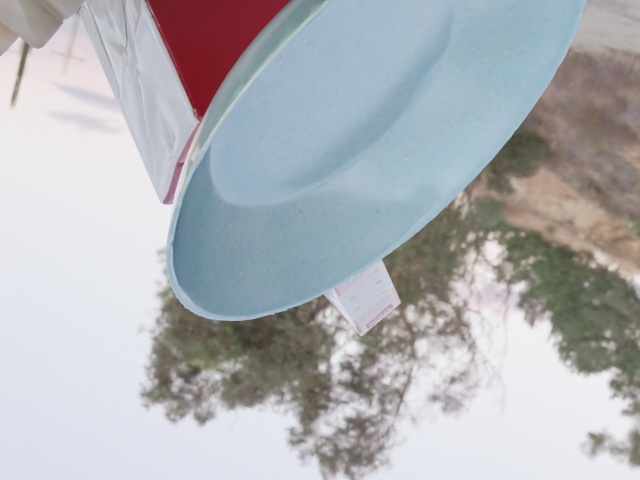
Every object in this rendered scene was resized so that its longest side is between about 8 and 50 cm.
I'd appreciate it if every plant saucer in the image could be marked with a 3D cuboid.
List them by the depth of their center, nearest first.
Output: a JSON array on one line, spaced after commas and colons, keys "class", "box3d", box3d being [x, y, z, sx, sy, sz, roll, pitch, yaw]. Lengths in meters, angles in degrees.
[{"class": "plant saucer", "box3d": [0.016, -0.050, 0.389, 0.037, 0.195, 0.195, 49, -154, 23]}]

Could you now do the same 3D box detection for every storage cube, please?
[{"class": "storage cube", "box3d": [-0.058, -0.166, 0.808, 0.193, 0.215, 0.183, -22, 172, -21]}]

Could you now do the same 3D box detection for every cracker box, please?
[{"class": "cracker box", "box3d": [0.000, 0.000, 1.136, 0.156, 0.067, 0.232, 47, 176, 24]}]

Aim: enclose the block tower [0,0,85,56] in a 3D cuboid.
[{"class": "block tower", "box3d": [-0.054, -0.226, 0.434, 0.097, 0.335, 0.091, 41, -177, -38]}]
